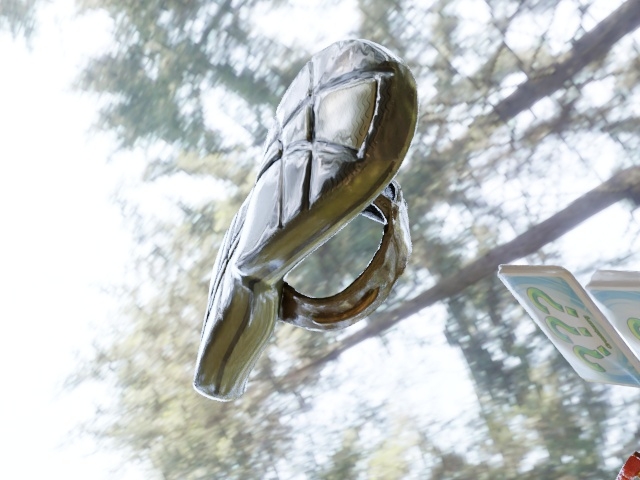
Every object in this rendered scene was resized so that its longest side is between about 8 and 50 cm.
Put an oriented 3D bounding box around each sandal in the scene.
[{"bbox_3d":[0.000,-0.001,0.761,0.086,0.303,0.120,18,-119,-7],"label":"sandal"}]

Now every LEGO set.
[{"bbox_3d":[0.187,0.112,0.624,0.060,0.182,0.244,-50,-66,-21],"label":"LEGO set"}]
